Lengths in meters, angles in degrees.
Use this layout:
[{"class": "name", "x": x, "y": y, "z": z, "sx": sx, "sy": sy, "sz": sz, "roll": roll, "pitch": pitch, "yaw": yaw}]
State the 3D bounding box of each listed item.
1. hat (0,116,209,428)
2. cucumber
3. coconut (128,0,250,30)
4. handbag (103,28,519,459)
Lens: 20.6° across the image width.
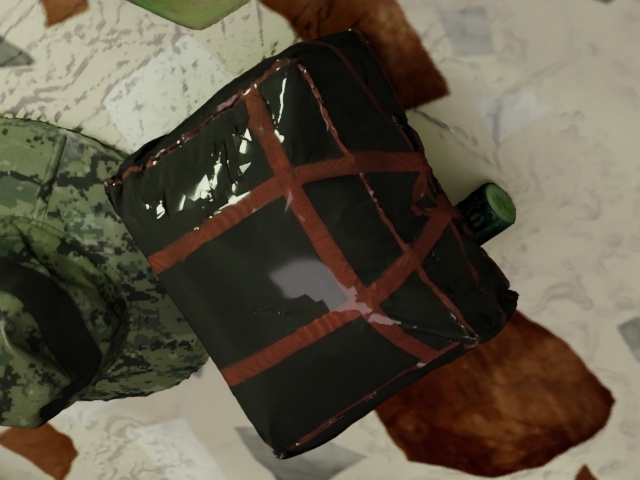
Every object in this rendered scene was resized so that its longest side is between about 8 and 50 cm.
[{"class": "hat", "x": -0.201, "y": 0.049, "z": 1.156, "sx": 0.265, "sy": 0.128, "sz": 0.265, "roll": 7, "pitch": 126, "yaw": 10}, {"class": "cucumber", "x": 0.065, "y": 0.009, "z": 1.120, "sx": 0.133, "sy": 0.032, "sz": 0.032, "roll": -35, "pitch": 114, "yaw": 32}, {"class": "coconut", "x": -0.075, "y": -0.215, "z": 0.870, "sx": 0.236, "sy": 0.236, "sz": 0.204, "roll": -40, "pitch": 70, "yaw": 35}, {"class": "handbag", "x": 0.000, "y": 0.000, "z": 1.043, "sx": 0.169, "sy": 0.155, "sz": 0.215, "roll": -29, "pitch": 96, "yaw": 30}]
